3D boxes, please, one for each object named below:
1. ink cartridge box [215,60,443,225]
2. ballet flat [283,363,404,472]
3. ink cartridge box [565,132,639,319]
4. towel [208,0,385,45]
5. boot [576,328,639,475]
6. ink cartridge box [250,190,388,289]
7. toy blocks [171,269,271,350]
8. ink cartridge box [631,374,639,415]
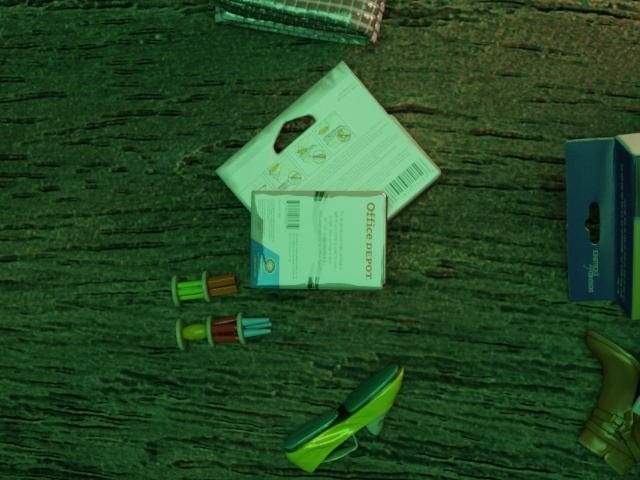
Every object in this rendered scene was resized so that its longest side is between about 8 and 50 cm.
[{"bbox_3d":[0.012,-0.102,1.899,0.275,0.060,0.239,-40,82,4],"label":"ink cartridge box"},{"bbox_3d":[0.049,0.281,1.871,0.231,0.077,0.077,-36,104,7],"label":"ballet flat"},{"bbox_3d":[0.514,-0.020,1.741,0.307,0.072,0.304,-7,127,5],"label":"ink cartridge box"},{"bbox_3d":[-0.028,-0.445,1.893,0.283,0.121,0.235,11,87,8],"label":"towel"},{"bbox_3d":[0.436,0.244,1.819,0.197,0.073,0.152,44,97,10],"label":"boot"},{"bbox_3d":[0.000,0.000,1.822,0.203,0.086,0.148,1,88,7],"label":"ink cartridge box"},{"bbox_3d":[-0.155,0.106,1.909,0.148,0.054,0.123,-6,86,7],"label":"toy blocks"},{"bbox_3d":[0.569,0.224,1.734,0.224,0.223,0.045,28,122,7],"label":"ink cartridge box"}]
